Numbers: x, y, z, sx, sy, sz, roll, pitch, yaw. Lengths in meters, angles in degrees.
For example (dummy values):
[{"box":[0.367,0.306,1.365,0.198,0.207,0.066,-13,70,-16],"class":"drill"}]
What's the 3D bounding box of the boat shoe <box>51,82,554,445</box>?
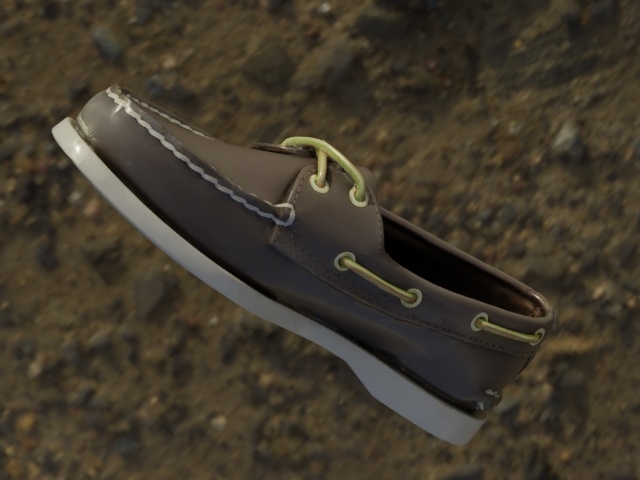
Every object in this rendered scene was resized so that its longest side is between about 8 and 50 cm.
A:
[{"box":[0.000,0.000,0.970,0.324,0.116,0.096,35,102,-31],"class":"boat shoe"}]
